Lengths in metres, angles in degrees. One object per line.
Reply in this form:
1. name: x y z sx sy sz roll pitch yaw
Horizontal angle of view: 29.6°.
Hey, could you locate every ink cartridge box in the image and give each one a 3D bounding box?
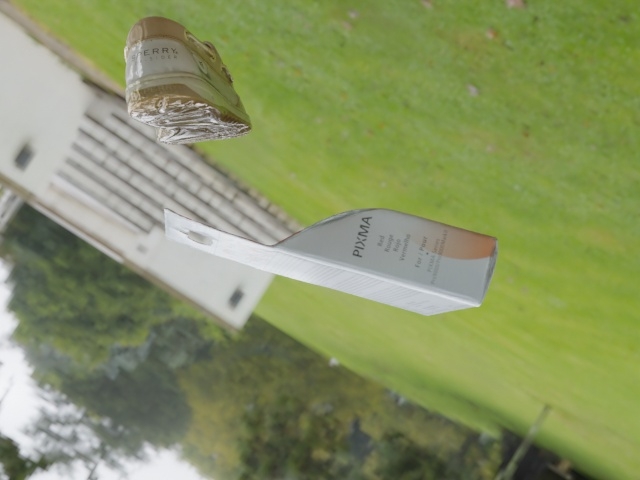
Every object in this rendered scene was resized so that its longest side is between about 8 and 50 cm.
1. ink cartridge box: 0.000 0.000 0.714 0.179 0.045 0.145 19 172 -4

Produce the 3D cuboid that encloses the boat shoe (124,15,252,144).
1. boat shoe: -0.078 -0.095 0.731 0.063 0.059 0.170 -8 175 3
